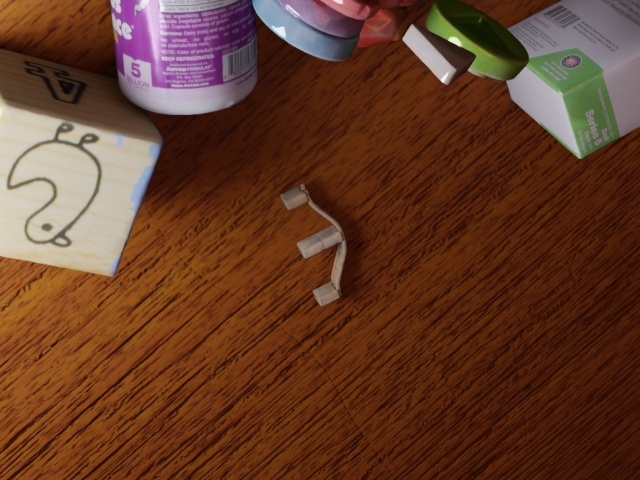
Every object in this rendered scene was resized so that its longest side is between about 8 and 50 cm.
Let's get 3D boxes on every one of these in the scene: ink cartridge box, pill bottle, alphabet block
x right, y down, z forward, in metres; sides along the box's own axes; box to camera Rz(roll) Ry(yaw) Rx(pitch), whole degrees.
[{"bbox_3d":[0.395,-0.249,2.020,0.273,0.198,0.114,-28,125,-6],"label":"ink cartridge box"},{"bbox_3d":[-0.159,-0.309,1.764,0.169,0.169,0.301,-11,121,-17],"label":"pill bottle"},{"bbox_3d":[-0.323,-0.094,1.803,0.197,0.193,0.192,11,111,-28],"label":"alphabet block"}]

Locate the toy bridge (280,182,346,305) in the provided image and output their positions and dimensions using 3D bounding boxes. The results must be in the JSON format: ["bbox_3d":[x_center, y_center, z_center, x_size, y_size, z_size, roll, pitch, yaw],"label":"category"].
[{"bbox_3d":[0.000,0.000,2.098,0.063,0.026,0.188,-25,125,-11],"label":"toy bridge"}]

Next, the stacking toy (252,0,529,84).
[{"bbox_3d":[0.076,-0.235,1.806,0.130,0.279,0.309,-57,162,26],"label":"stacking toy"}]
